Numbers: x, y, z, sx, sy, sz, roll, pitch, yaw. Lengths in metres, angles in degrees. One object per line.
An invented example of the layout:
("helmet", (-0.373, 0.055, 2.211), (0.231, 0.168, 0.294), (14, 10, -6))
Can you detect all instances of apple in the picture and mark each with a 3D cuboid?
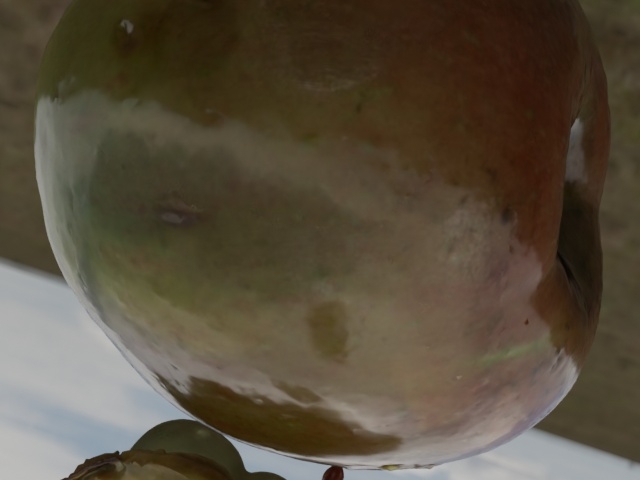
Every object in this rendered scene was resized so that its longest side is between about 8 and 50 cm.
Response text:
("apple", (0.002, -0.032, 1.104), (0.305, 0.339, 0.338), (0, 173, 15))

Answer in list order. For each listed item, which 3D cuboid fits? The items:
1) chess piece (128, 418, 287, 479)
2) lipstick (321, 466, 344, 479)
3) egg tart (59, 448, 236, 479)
("chess piece", (-0.052, 0.301, 1.895), (0.330, 0.182, 0.182), (39, 179, 4))
("lipstick", (-0.005, 0.229, 1.469), (0.030, 0.129, 0.030), (25, 167, -35))
("egg tart", (-0.076, 0.261, 1.166), (0.288, 0.288, 0.118), (17, -152, 28))
